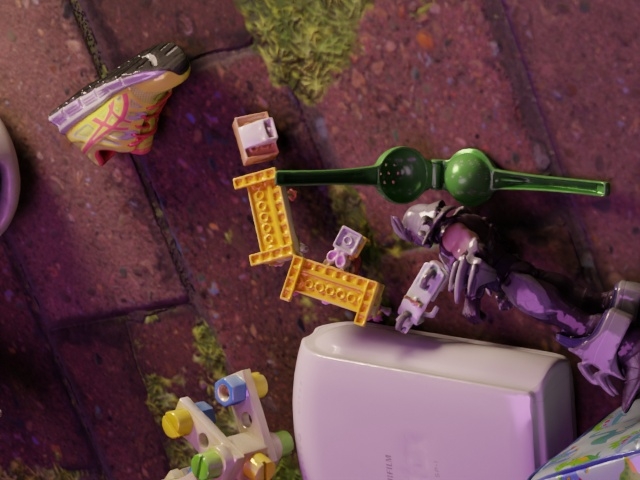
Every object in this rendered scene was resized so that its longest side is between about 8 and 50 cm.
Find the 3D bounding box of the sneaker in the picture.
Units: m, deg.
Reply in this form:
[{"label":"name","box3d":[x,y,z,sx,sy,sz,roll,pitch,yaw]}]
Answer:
[{"label":"sneaker","box3d":[-0.196,-0.140,1.933,0.208,0.081,0.094,-23,105,47]}]

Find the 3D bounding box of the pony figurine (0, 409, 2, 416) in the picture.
[{"label":"pony figurine","box3d":[-0.551,0.155,2.228,0.351,0.303,0.363,-34,75,32]}]

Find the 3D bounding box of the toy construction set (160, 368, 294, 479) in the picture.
[{"label":"toy construction set","box3d":[-0.069,0.316,1.880,0.215,0.151,0.327,-56,45,35]}]

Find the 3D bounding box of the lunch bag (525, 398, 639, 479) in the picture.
[{"label":"lunch bag","box3d":[0.297,0.200,1.650,0.176,0.219,0.090,-23,92,40]}]

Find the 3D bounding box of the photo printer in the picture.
[{"label":"photo printer","box3d":[0.110,0.216,1.863,0.308,0.107,0.256,9,117,32]}]

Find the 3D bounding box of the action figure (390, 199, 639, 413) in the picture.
[{"label":"action figure","box3d":[0.187,0.043,1.690,0.285,0.185,0.099,29,108,14]}]

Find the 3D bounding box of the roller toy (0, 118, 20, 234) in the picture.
[{"label":"roller toy","box3d":[-0.445,-0.076,2.088,0.209,0.146,0.191,-31,82,43]}]

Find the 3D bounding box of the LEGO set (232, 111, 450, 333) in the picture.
[{"label":"LEGO set","box3d":[0.000,0.000,1.866,0.287,0.107,0.132,41,95,17]}]

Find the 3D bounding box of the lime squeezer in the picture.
[{"label":"lime squeezer","box3d":[0.115,-0.064,1.734,0.310,0.110,0.058,3,81,2]}]
